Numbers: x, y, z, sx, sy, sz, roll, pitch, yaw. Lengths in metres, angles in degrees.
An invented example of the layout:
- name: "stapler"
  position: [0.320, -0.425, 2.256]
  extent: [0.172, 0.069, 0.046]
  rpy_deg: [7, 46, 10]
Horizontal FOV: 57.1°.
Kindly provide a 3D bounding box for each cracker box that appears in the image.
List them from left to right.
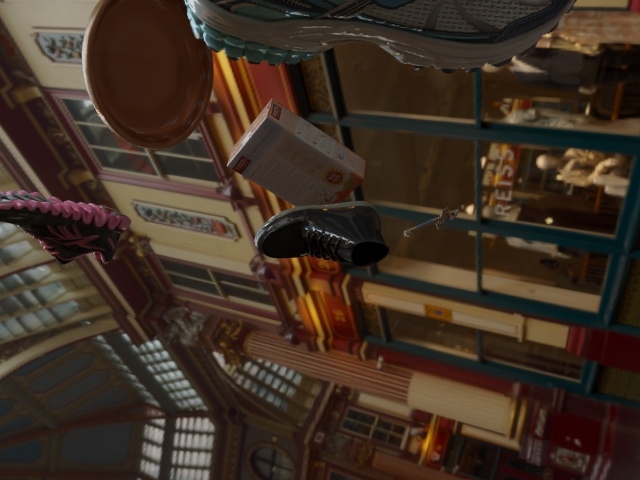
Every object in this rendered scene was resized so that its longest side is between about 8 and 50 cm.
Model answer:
- name: "cracker box"
  position: [-0.046, -0.155, 1.173]
  extent: [0.232, 0.155, 0.067]
  rpy_deg: [30, -136, -22]

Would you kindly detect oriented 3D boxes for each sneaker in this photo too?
- name: "sneaker"
  position: [-0.217, -0.006, 0.486]
  extent: [0.119, 0.047, 0.057]
  rpy_deg: [13, -79, -47]
- name: "sneaker"
  position: [0.000, 0.000, 0.989]
  extent: [0.118, 0.221, 0.083]
  rpy_deg: [-106, 3, -54]
- name: "sneaker"
  position: [0.053, -0.184, 0.376]
  extent: [0.122, 0.282, 0.110]
  rpy_deg: [102, 158, -64]

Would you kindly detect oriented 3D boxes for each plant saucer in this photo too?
- name: "plant saucer"
  position: [-0.211, -0.213, 0.723]
  extent: [0.200, 0.037, 0.200]
  rpy_deg: [-27, -57, -52]

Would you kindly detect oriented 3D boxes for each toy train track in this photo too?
- name: "toy train track"
  position: [0.155, -0.021, 0.811]
  extent: [0.048, 0.083, 0.014]
  rpy_deg: [88, 159, -65]
